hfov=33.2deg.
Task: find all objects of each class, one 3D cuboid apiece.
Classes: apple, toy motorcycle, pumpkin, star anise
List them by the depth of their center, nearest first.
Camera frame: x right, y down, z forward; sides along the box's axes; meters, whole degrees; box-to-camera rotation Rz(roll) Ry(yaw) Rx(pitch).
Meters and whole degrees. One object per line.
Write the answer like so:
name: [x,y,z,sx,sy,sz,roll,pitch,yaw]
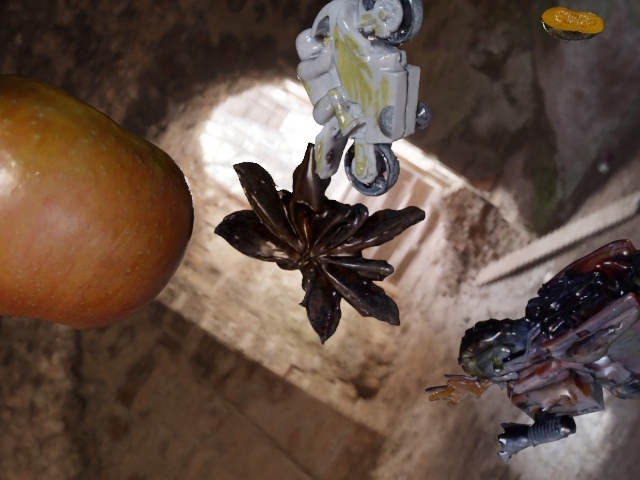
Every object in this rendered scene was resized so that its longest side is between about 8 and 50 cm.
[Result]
apple: [-0.211,-0.020,0.824,0.210,0.235,0.173,7,74,59]
toy motorcycle: [0.248,0.122,1.061,0.401,0.207,0.134,-31,36,34]
toy motorcycle: [0.033,-0.159,1.070,0.074,0.151,0.228,-28,-45,-44]
star anise: [-0.004,0.000,1.313,0.212,0.283,0.129,-41,19,39]
pumpkin: [0.329,-0.278,1.404,0.028,0.083,0.050,89,-166,-46]
